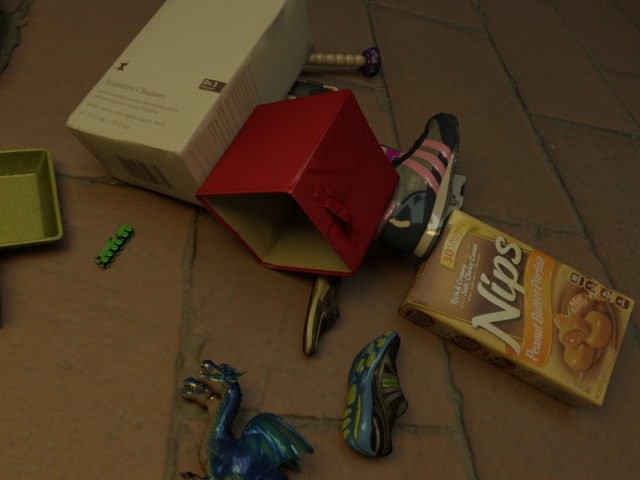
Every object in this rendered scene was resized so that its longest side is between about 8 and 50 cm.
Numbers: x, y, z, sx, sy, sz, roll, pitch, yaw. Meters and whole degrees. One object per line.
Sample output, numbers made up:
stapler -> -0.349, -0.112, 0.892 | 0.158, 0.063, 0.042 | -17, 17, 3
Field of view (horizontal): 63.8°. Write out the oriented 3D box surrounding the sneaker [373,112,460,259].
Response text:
sneaker -> 0.155, -0.120, 0.877 | 0.131, 0.112, 0.318 | 18, 52, 1

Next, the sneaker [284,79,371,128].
sneaker -> -0.043, -0.239, 0.973 | 0.128, 0.126, 0.321 | -35, 60, -25

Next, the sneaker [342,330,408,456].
sneaker -> 0.083, 0.210, 0.717 | 0.078, 0.067, 0.188 | 35, 44, -17

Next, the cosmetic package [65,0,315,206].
cosmetic package -> -0.187, -0.263, 0.841 | 0.218, 0.156, 0.384 | 16, 66, 18

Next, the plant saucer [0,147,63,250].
plant saucer -> -0.481, -0.049, 0.740 | 0.188, 0.045, 0.188 | -9, 56, -25

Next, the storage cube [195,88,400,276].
storage cube -> -0.023, -0.080, 0.759 | 0.215, 0.183, 0.193 | 2, 54, 39

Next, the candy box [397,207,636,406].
candy box -> 0.306, 0.106, 0.818 | 0.317, 0.087, 0.182 | 28, 70, 4

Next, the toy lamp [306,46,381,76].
toy lamp -> 0.004, -0.421, 1.196 | 0.275, 0.080, 0.080 | -6, 54, -26

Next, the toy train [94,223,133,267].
toy train -> -0.309, 0.007, 0.772 | 0.024, 0.017, 0.083 | 16, 48, 7

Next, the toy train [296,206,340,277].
toy train -> 0.000, 0.000, 0.879 | 0.036, 0.027, 0.158 | -8, 54, -38

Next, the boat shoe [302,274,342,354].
boat shoe -> 0.006, 0.105, 0.773 | 0.049, 0.056, 0.152 | 14, 48, -1

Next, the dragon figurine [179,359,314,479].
dragon figurine -> -0.065, 0.259, 0.600 | 0.289, 0.085, 0.144 | 31, 49, 10

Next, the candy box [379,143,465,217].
candy box -> 0.148, -0.090, 0.972 | 0.234, 0.071, 0.159 | 21, 50, -1
